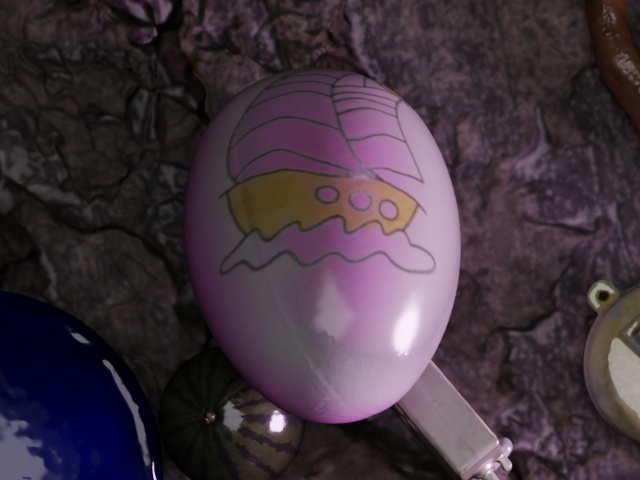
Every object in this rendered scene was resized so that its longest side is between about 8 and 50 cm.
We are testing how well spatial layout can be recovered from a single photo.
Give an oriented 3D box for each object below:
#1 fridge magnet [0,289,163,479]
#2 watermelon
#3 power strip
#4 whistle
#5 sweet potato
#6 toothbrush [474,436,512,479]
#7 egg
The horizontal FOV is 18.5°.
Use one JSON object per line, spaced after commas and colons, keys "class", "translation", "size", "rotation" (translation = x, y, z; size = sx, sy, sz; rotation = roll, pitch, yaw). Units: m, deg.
{"class": "fridge magnet", "translation": [-0.243, 0.166, 1.386], "size": [0.265, 0.112, 0.265], "rotation": [0, 86, -3]}
{"class": "watermelon", "translation": [-0.065, 0.125, 1.388], "size": [0.105, 0.133, 0.105], "rotation": [-2, 81, 12]}
{"class": "power strip", "translation": [0.094, 0.139, 1.406], "size": [0.042, 0.075, 0.175], "rotation": [-39, 74, -5]}
{"class": "whistle", "translation": [0.289, 0.125, 1.436], "size": [0.126, 0.067, 0.258], "rotation": [-44, 91, -4]}
{"class": "sweet potato", "translation": [0.237, -0.126, 1.464], "size": [0.050, 0.050, 0.214], "rotation": [-27, 81, -4]}
{"class": "toothbrush", "translation": [0.039, 0.249, 1.438], "size": [0.286, 0.020, 0.025], "rotation": [-44, 95, -4]}
{"class": "egg", "translation": [0.000, 0.000, 1.343], "size": [0.196, 0.271, 0.196], "rotation": [1, 125, 1]}
